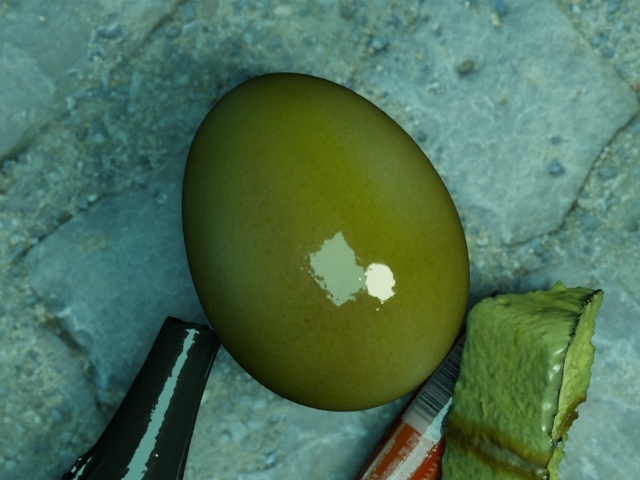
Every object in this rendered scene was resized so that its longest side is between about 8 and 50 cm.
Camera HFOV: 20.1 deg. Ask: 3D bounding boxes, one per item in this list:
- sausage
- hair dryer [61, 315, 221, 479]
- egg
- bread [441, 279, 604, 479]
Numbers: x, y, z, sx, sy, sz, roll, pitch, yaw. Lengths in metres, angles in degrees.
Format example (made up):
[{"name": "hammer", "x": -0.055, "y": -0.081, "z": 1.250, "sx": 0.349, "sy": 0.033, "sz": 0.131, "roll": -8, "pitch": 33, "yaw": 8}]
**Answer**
[{"name": "sausage", "x": 0.118, "y": 0.176, "z": 1.765, "sx": 0.074, "sy": 0.074, "sz": 0.274, "roll": 37, "pitch": 88, "yaw": -7}, {"name": "hair dryer", "x": -0.070, "y": 0.257, "z": 1.742, "sx": 0.359, "sy": 0.120, "sz": 0.304, "roll": 23, "pitch": 95, "yaw": -19}, {"name": "egg", "x": 0.000, "y": 0.000, "z": 1.652, "sx": 0.250, "sy": 0.250, "sz": 0.322, "roll": -26, "pitch": 86, "yaw": -4}, {"name": "bread", "x": 0.190, "y": 0.180, "z": 1.706, "sx": 0.141, "sy": 0.178, "sz": 0.266, "roll": 6, "pitch": 108, "yaw": 1}]
